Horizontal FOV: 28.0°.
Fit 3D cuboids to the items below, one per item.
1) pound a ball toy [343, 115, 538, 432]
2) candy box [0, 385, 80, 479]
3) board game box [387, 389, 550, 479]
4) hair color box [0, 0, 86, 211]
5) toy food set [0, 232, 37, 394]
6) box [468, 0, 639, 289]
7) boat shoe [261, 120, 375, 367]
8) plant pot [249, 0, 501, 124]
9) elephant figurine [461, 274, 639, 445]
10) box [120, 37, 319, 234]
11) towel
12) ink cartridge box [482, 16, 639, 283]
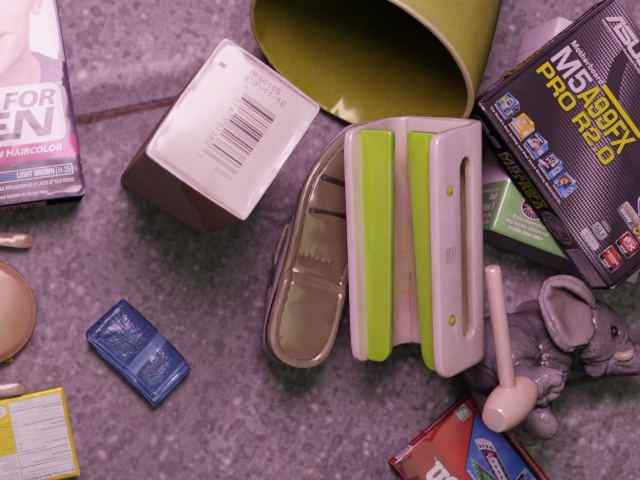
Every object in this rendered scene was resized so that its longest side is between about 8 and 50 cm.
[{"bbox_3d":[0.150,0.029,1.421,0.135,0.208,0.319,-20,112,-50],"label":"pound a ball toy"},{"bbox_3d":[-0.385,0.237,1.456,0.205,0.027,0.105,-11,93,-13],"label":"candy box"},{"bbox_3d":[0.224,0.336,1.593,0.145,0.027,0.281,-40,97,-10],"label":"board game box"},{"bbox_3d":[-0.374,-0.206,1.434,0.173,0.105,0.347,-9,90,-13],"label":"hair color box"},{"bbox_3d":[-0.391,0.081,1.460,0.132,0.038,0.192,6,82,-20],"label":"toy food set"},{"bbox_3d":[0.329,-0.112,1.493,0.216,0.060,0.270,-37,96,-11],"label":"box"},{"bbox_3d":[0.000,0.000,1.512,0.113,0.103,0.302,26,82,-16],"label":"boat shoe"},{"bbox_3d":[0.107,-0.316,1.486,0.274,0.275,0.294,33,66,-10],"label":"plant pot"},{"bbox_3d":[0.290,0.121,1.551,0.239,0.169,0.186,-38,120,-22],"label":"elephant figurine"},{"bbox_3d":[-0.118,-0.101,1.383,0.121,0.311,0.148,35,82,-9],"label":"box"},{"bbox_3d":[-0.212,0.130,1.498,0.067,0.029,0.119,-45,98,-11],"label":"towel"},{"bbox_3d":[0.318,-0.108,1.582,0.201,0.117,0.278,20,83,-12],"label":"ink cartridge box"}]
